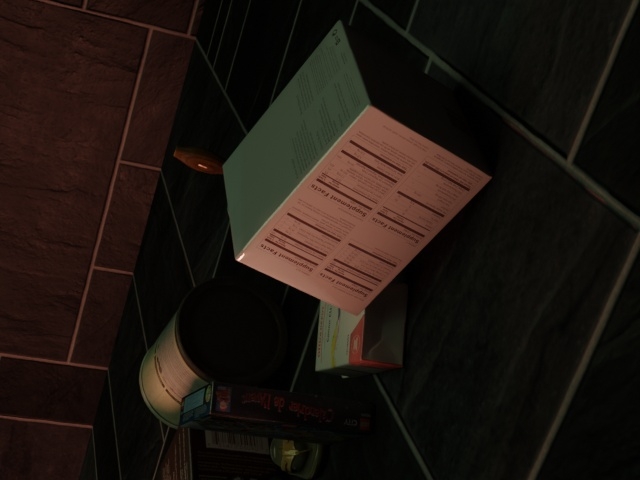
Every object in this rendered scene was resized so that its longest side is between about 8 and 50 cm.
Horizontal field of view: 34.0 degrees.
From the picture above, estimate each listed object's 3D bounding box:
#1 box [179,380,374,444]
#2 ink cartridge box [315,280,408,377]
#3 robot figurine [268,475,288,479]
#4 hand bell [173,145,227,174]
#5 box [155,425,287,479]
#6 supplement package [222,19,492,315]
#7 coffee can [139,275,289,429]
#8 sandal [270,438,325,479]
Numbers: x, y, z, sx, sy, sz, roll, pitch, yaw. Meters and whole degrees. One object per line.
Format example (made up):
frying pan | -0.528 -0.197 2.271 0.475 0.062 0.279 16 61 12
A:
box | -0.063 0.242 1.450 0.159 0.233 0.044 144 134 -62
ink cartridge box | 0.047 0.126 1.455 0.198 0.067 0.115 150 128 -64
robot figurine | -0.048 0.452 1.404 0.173 0.209 0.278 -44 -10 -43
hand bell | -0.132 -0.114 1.782 0.126 0.242 0.126 -161 90 -80
box | -0.167 0.412 1.745 0.167 0.168 0.203 -103 30 -47
supplement package | 0.036 -0.087 1.312 0.263 0.198 0.199 -48 33 26
coffee can | -0.198 0.210 1.883 0.275 0.201 0.202 132 144 -55
sandal | -0.045 0.329 1.622 0.180 0.049 0.072 -11 70 62
